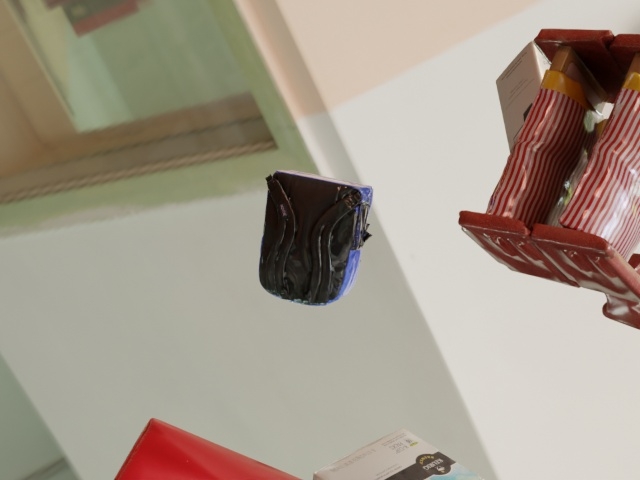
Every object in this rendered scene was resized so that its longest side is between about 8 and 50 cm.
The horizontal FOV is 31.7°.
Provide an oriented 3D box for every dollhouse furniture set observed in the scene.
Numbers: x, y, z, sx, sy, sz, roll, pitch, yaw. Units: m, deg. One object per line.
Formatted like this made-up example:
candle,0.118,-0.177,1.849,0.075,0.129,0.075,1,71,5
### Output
dollhouse furniture set,0.305,-0.020,1.049,0.152,0.374,0.201,14,-103,42

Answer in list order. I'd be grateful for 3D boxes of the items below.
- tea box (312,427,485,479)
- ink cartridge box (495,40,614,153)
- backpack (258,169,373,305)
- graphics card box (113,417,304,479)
tea box,0.144,0.515,1.645,0.324,0.328,0.220,27,-152,35
ink cartridge box,0.324,-0.125,1.416,0.092,0.160,0.219,128,-36,-48
backpack,0.000,0.000,1.065,0.098,0.120,0.101,12,-173,19
graphics card box,-0.048,0.293,0.666,0.233,0.370,0.094,21,-146,2
